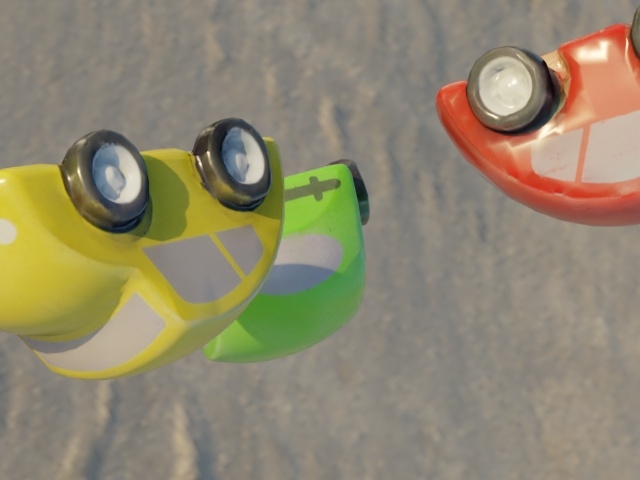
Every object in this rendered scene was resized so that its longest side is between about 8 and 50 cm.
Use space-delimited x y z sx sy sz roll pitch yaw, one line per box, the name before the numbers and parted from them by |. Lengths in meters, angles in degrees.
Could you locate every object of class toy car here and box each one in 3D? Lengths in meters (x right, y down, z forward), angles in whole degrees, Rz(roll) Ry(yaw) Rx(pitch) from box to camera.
toy car | 0.000 0.000 0.555 0.239 0.225 0.053 -15 84 -16
